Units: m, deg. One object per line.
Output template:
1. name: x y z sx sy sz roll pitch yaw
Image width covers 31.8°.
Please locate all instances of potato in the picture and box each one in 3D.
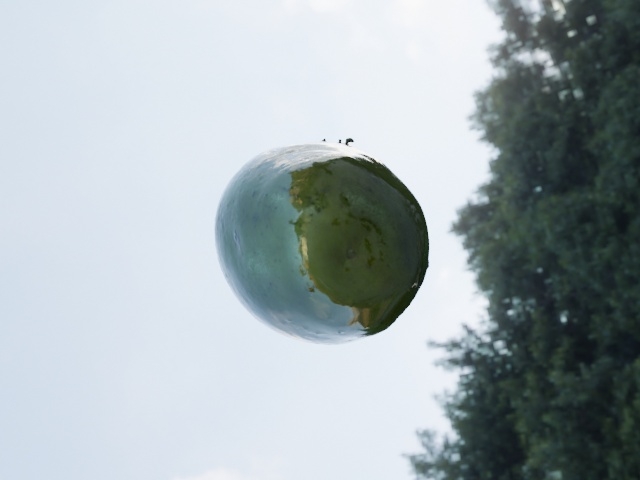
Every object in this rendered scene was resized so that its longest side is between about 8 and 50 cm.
1. potato: 0.000 0.003 1.118 0.215 0.216 0.304 63 178 -13
